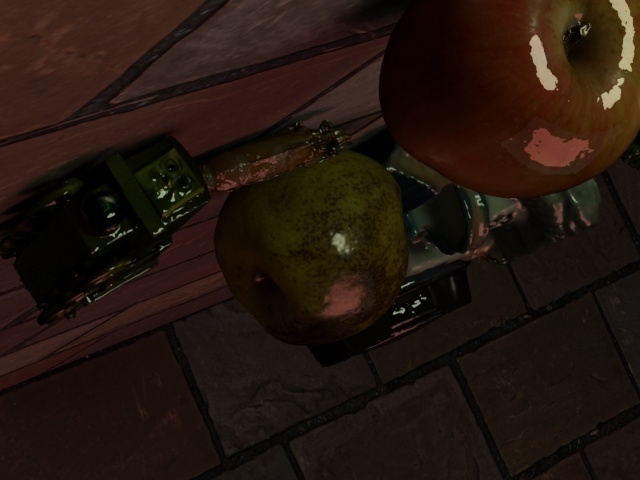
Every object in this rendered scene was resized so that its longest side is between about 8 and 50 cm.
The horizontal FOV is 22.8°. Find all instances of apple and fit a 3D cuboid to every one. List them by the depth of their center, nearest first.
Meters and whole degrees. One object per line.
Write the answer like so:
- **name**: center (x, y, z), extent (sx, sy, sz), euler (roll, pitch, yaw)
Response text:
- **apple**: center (0.130, -0.112, 1.063), extent (0.199, 0.199, 0.199), euler (-24, 176, -2)

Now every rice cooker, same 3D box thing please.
- **rice cooker**: center (0.058, 0.027, 2.062), extent (0.267, 0.224, 0.267), euler (-23, 177, -1)

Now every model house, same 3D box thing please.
- **model house**: center (0.108, -0.037, 1.818), extent (0.325, 0.194, 0.267), euler (-19, 175, -23)

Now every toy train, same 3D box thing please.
- **toy train**: center (-0.167, -0.008, 1.231), extent (0.137, 0.090, 0.225), euler (-31, 179, -27)

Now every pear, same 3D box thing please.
- **pear**: center (0.000, 0.000, 1.584), extent (0.197, 0.197, 0.197), euler (-24, 176, -2)

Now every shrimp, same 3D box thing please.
- **shrimp**: center (-0.057, -0.072, 1.400), extent (0.184, 0.043, 0.091), euler (-17, -178, -11)

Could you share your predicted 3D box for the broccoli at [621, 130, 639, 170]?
- **broccoli**: center (0.494, -0.205, 2.178), extent (0.288, 0.248, 0.245), euler (-2, 123, -54)
